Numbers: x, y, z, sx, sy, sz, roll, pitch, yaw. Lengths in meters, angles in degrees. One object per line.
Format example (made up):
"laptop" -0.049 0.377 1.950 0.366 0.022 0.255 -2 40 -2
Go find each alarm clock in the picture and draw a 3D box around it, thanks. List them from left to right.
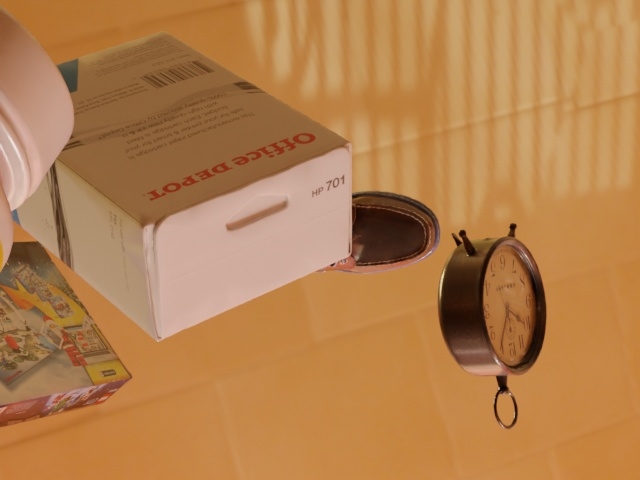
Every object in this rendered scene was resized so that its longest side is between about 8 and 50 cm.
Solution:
"alarm clock" 0.161 0.082 1.487 0.064 0.129 0.192 -10 -93 34

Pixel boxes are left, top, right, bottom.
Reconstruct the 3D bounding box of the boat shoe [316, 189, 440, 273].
"boat shoe" 0.000 0.000 1.227 0.066 0.183 0.066 -47 134 -74

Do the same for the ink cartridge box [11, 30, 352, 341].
"ink cartridge box" -0.092 -0.039 0.911 0.190 0.139 0.082 36 -43 41

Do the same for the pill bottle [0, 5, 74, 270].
"pill bottle" -0.181 0.008 0.540 0.119 0.208 0.119 23 -31 15

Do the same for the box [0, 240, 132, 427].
"box" -0.272 0.077 1.345 0.044 0.233 0.159 -41 -104 18
